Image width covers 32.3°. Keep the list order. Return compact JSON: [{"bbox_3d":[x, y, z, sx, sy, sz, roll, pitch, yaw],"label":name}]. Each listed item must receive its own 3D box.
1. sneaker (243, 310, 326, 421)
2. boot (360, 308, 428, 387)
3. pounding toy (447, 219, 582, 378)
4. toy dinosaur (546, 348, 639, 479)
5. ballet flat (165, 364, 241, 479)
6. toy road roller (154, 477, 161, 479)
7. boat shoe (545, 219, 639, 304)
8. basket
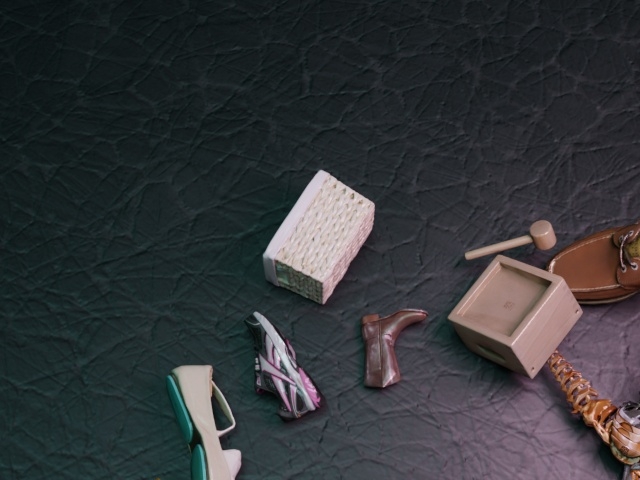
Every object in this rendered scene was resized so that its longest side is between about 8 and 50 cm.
[{"bbox_3d":[-0.071,0.184,1.601,0.077,0.072,0.178,-35,61,0],"label":"sneaker"},{"bbox_3d":[0.111,0.161,1.613,0.106,0.037,0.114,-12,61,13],"label":"boot"},{"bbox_3d":[0.287,0.074,1.606,0.206,0.094,0.181,-49,39,-16],"label":"pounding toy"},{"bbox_3d":[0.456,0.243,1.498,0.322,0.164,0.218,35,86,0],"label":"toy dinosaur"},{"bbox_3d":[-0.153,0.286,1.555,0.086,0.086,0.248,-16,64,-4],"label":"ballet flat"},{"bbox_3d":[-0.192,0.485,1.409,0.202,0.240,0.329,-40,26,-13],"label":"toy road roller"},{"bbox_3d":[0.460,0.014,1.571,0.307,0.104,0.111,-16,70,22],"label":"boat shoe"},{"bbox_3d":[0.000,0.000,1.658,0.103,0.113,0.167,30,70,12],"label":"basket"}]
